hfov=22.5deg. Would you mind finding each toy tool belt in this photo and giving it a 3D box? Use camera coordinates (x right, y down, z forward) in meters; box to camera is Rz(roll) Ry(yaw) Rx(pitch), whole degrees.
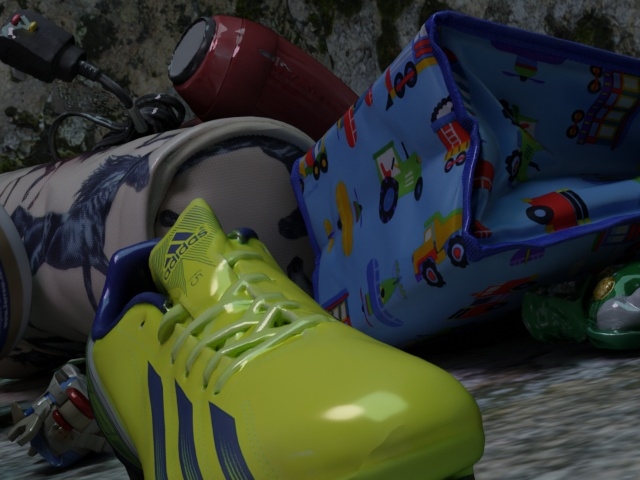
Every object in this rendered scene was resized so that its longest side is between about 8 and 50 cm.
[{"bbox_3d":[-0.134,0.096,0.816,0.051,0.052,0.083,-44,1,-2],"label":"toy tool belt"}]

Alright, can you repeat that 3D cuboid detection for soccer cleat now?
[{"bbox_3d":[-0.032,0.044,0.587,0.093,0.121,0.289,-13,3,-19],"label":"soccer cleat"}]

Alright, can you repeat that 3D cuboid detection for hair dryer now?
[{"bbox_3d":[-0.071,-0.090,1.144,0.294,0.080,0.223,14,-19,12],"label":"hair dryer"}]

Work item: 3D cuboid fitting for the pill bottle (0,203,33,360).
[{"bbox_3d":[-0.312,0.057,0.970,0.153,0.153,0.265,-10,15,35],"label":"pill bottle"}]

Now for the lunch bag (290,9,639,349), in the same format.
[{"bbox_3d":[0.161,-0.021,0.929,0.293,0.138,0.221,-1,-18,-22],"label":"lunch bag"}]

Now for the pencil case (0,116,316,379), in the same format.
[{"bbox_3d":[-0.142,0.017,1.138,0.184,0.159,0.410,17,-14,-34],"label":"pencil case"}]

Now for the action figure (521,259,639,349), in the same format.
[{"bbox_3d":[0.213,0.014,0.792,0.232,0.063,0.137,-15,6,14],"label":"action figure"}]
